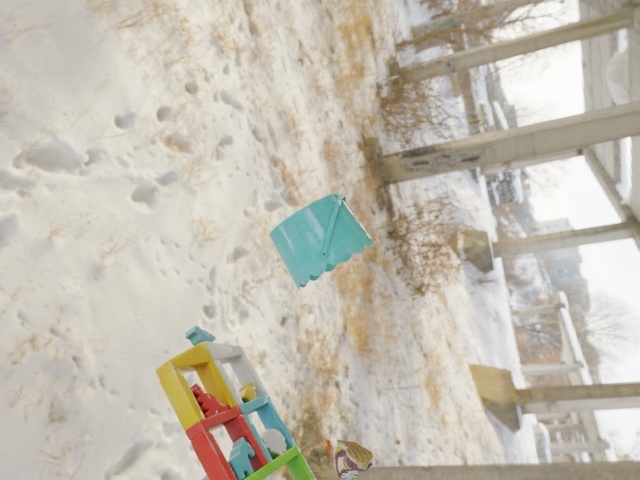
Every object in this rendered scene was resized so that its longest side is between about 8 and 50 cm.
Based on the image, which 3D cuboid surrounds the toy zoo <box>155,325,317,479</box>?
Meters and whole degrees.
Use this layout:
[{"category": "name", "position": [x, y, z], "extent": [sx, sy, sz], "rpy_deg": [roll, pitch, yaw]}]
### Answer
[{"category": "toy zoo", "position": [-0.122, 0.252, 0.727], "extent": [0.293, 0.030, 0.192], "rpy_deg": [56, 14, 16]}]

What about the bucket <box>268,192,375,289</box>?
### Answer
[{"category": "bucket", "position": [0.000, 0.000, 1.464], "extent": [0.183, 0.281, 0.281], "rpy_deg": [59, 18, 4]}]

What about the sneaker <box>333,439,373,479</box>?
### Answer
[{"category": "sneaker", "position": [0.077, 0.534, 1.210], "extent": [0.185, 0.070, 0.083], "rpy_deg": [138, -39, -77]}]
